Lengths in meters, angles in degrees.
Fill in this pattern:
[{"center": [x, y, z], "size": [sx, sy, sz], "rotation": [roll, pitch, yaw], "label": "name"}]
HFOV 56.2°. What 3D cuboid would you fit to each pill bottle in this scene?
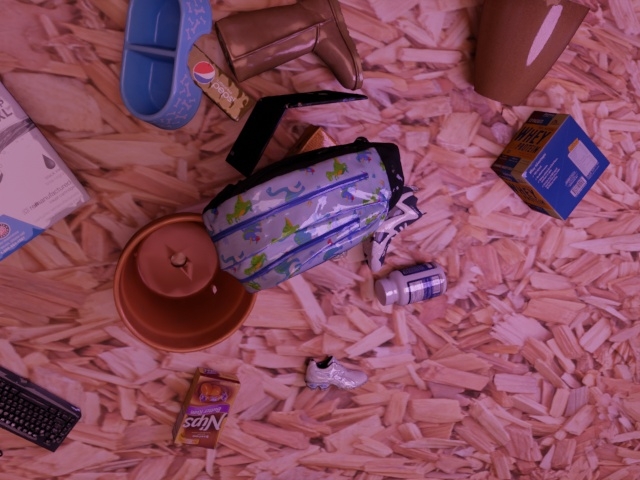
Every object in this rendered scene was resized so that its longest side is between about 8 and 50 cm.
[{"center": [0.232, 0.117, 1.557], "size": [0.169, 0.094, 0.094], "rotation": [-12, 109, -16], "label": "pill bottle"}]

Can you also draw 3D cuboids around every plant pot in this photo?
[{"center": [-0.297, 0.069, 1.291], "size": [0.290, 0.203, 0.291], "rotation": [-5, 106, -19], "label": "plant pot"}, {"center": [0.469, -0.460, 1.424], "size": [0.237, 0.237, 0.254], "rotation": [7, 116, -22], "label": "plant pot"}]

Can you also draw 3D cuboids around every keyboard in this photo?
[{"center": [-0.719, 0.387, 1.323], "size": [0.317, 0.033, 0.201], "rotation": [39, 90, -24], "label": "keyboard"}]

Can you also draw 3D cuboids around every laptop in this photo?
[{"center": [-0.060, -0.235, 1.273], "size": [0.264, 0.234, 0.137], "rotation": [-11, 110, -17], "label": "laptop"}]

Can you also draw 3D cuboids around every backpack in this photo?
[{"center": [-0.047, -0.051, 1.148], "size": [0.355, 0.290, 0.274], "rotation": [-7, 86, -41], "label": "backpack"}]

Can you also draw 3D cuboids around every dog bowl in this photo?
[{"center": [-0.312, -0.369, 1.180], "size": [0.165, 0.074, 0.297], "rotation": [16, 104, 22], "label": "dog bowl"}]

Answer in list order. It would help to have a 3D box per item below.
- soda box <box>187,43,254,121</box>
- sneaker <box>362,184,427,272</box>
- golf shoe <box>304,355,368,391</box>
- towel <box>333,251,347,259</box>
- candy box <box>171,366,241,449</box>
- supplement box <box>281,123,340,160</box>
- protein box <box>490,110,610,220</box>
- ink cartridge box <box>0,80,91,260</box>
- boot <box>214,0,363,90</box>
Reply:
[{"center": [-0.229, -0.337, 1.279], "size": [0.181, 0.058, 0.061], "rotation": [41, 89, -25], "label": "soda box"}, {"center": [0.192, -0.035, 1.498], "size": [0.153, 0.094, 0.235], "rotation": [1, 95, -11], "label": "sneaker"}, {"center": [0.046, 0.345, 1.572], "size": [0.176, 0.069, 0.086], "rotation": [1, 99, -21], "label": "golf shoe"}, {"center": [0.000, 0.000, 1.476], "size": [0.148, 0.027, 0.110], "rotation": [-4, 107, -19], "label": "towel"}, {"center": [-0.282, 0.416, 1.478], "size": [0.109, 0.053, 0.187], "rotation": [19, 99, -24], "label": "candy box"}, {"center": [-0.058, -0.155, 1.383], "size": [0.080, 0.078, 0.233], "rotation": [36, 92, -25], "label": "supplement box"}, {"center": [0.605, -0.199, 1.580], "size": [0.201, 0.136, 0.200], "rotation": [38, 90, -25], "label": "protein box"}, {"center": [-0.628, -0.146, 1.137], "size": [0.223, 0.129, 0.307], "rotation": [-38, 114, -15], "label": "ink cartridge box"}, {"center": [-0.065, -0.402, 1.308], "size": [0.269, 0.089, 0.236], "rotation": [-24, 98, -13], "label": "boot"}]
